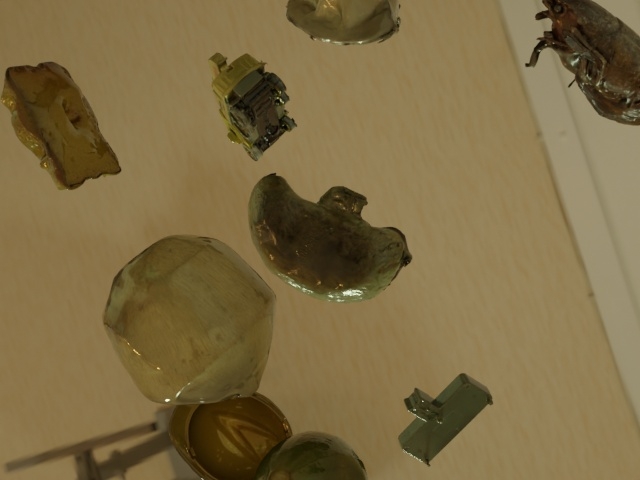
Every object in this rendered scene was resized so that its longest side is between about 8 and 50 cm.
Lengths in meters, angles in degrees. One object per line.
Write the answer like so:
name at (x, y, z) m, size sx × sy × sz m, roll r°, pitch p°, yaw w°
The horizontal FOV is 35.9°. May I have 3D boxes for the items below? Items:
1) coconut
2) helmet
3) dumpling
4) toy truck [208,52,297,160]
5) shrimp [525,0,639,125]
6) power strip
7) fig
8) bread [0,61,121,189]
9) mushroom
coconut at (-0.158, 0.108, 1.223) m, size 0.224 × 0.224 × 0.224 m, roll -18°, pitch -179°, yaw 0°
helmet at (-0.174, 0.390, 2.009) m, size 0.205 × 0.257 × 0.140 m, roll -57°, pitch 180°, yaw -2°
dumpling at (0.029, -0.372, 1.520) m, size 0.172 × 0.142 × 0.247 m, roll -20°, pitch -138°, yaw 3°
toy truck at (-0.153, -0.285, 2.030) m, size 0.124 × 0.157 × 0.272 m, roll -43°, pitch 165°, yaw -9°
shrimp at (0.392, -0.309, 1.501) m, size 0.116 × 0.343 × 0.145 m, roll -45°, pitch -177°, yaw -20°
power strip at (0.244, 0.369, 2.090) m, size 0.215 × 0.145 × 0.061 m, roll -50°, pitch -154°, yaw 15°
fig at (-0.017, 0.439, 1.712) m, size 0.207 × 0.207 × 0.230 m, roll -18°, pitch -178°, yaw 0°
bread at (-0.450, -0.192, 1.684) m, size 0.088 × 0.233 × 0.161 m, roll -24°, pitch 180°, yaw 23°
mushroom at (-0.002, 0.000, 1.937) m, size 0.247 × 0.344 × 0.130 m, roll -60°, pitch 175°, yaw 33°
